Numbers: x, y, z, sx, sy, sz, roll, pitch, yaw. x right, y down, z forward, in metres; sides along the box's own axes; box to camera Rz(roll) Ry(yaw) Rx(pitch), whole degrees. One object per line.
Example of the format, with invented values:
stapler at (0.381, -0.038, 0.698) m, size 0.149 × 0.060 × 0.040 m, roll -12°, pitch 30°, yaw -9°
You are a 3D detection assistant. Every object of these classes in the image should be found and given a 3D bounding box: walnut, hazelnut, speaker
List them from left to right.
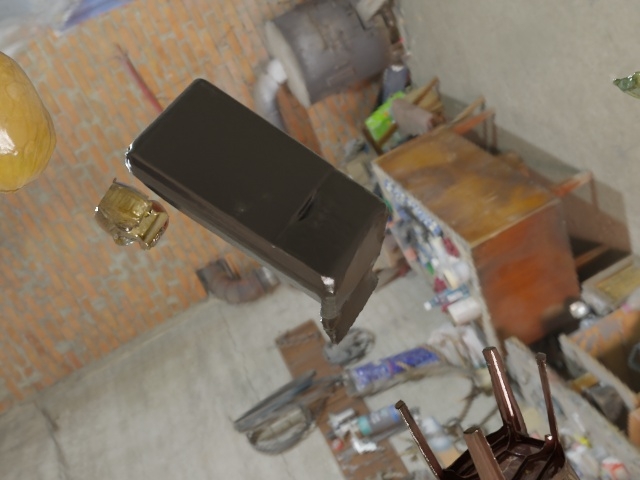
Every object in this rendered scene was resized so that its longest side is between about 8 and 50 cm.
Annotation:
walnut at (-0.445, -0.162, 1.019) m, size 0.159 × 0.159 × 0.207 m, roll -162°, pitch 50°, yaw -83°
hazelnut at (-0.380, -0.045, 1.702) m, size 0.086 × 0.086 × 0.086 m, roll 61°, pitch 175°, yaw 9°
speaker at (-0.079, -0.034, 1.096) m, size 0.388 × 0.180 × 0.184 m, roll 35°, pitch 151°, yaw 3°

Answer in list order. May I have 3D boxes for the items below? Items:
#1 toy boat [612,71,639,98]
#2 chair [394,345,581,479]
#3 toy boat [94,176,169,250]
toy boat at (0.495, -0.209, 0.928) m, size 0.093 × 0.293 × 0.055 m, roll 175°, pitch 77°, yaw -76°
chair at (0.272, 0.332, 1.065) m, size 0.175 × 0.183 × 0.327 m, roll 0°, pitch 118°, yaw 60°
toy boat at (-0.329, -0.038, 1.328) m, size 0.121 × 0.089 × 0.321 m, roll 37°, pitch 167°, yaw -12°
